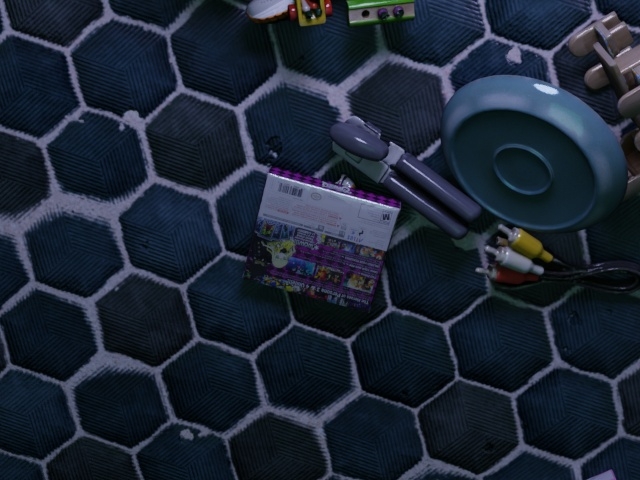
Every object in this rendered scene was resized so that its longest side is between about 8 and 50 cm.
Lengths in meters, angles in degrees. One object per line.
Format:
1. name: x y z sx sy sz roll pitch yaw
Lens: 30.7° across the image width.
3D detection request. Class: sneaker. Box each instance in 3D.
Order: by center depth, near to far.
1. sneaker: -0.017 -0.449 1.884 0.262 0.099 0.121 -31 92 3
2. sneaker: 0.020 -0.081 1.999 0.083 0.032 0.037 -35 76 14

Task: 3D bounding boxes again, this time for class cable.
1. cable: 0.401 0.062 1.975 0.287 0.072 0.139 19 127 -6

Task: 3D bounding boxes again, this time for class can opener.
1. can opener: 0.132 -0.102 1.938 0.283 0.095 0.076 37 115 9

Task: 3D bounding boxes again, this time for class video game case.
1. video game case: 0.000 0.000 1.991 0.232 0.042 0.210 15 116 1

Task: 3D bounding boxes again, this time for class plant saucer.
1. plant saucer: 0.327 -0.122 1.853 0.318 0.043 0.317 23 143 19

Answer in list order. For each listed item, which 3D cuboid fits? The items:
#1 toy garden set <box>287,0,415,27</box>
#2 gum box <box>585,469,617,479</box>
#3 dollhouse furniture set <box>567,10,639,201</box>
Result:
1. toy garden set: 0.046 -0.443 1.796 0.204 0.049 0.244 -8 117 -8
2. gum box: 0.461 0.502 2.088 0.188 0.062 0.107 -26 100 10
3. dollhouse furniture set: 0.471 -0.195 1.846 0.161 0.212 0.242 -31 127 9
